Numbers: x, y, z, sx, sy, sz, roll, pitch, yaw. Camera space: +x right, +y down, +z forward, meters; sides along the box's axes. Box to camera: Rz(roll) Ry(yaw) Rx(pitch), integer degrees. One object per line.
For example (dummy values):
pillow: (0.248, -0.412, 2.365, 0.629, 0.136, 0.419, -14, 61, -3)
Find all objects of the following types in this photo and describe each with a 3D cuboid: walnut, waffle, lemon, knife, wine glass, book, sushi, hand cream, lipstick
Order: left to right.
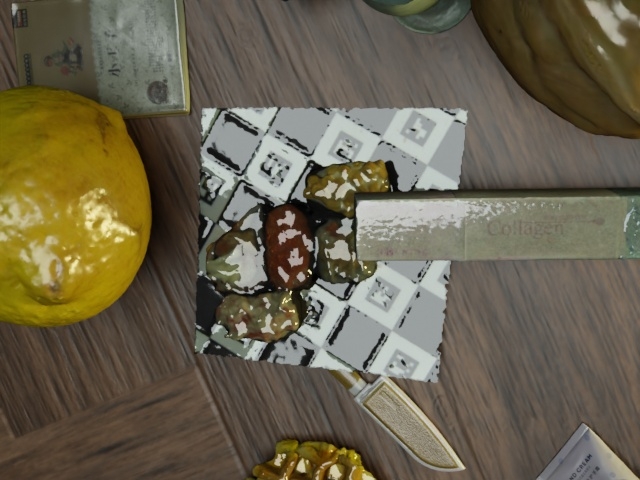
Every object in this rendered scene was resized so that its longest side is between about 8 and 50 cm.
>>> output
lemon: (-0.286, -0.035, 1.106, 0.233, 0.288, 0.233, -12, 132, -14)
book: (-0.244, -0.202, 1.196, 0.198, 0.016, 0.138, -2, 97, 12)
sushi: (0.000, 0.000, 1.146, 0.292, 0.059, 0.294, 4, 94, 10)
waffle: (0.021, 0.333, 1.200, 0.249, 0.056, 0.253, -24, 92, 13)
knife: (0.060, 0.168, 1.186, 0.256, 0.022, 0.046, 44, 99, 2)
wine glass: (0.066, -0.325, 0.968, 0.096, 0.309, 0.264, -11, 95, 13)
lipstick: (0.192, -0.017, 1.078, 0.317, 0.068, 0.066, -1, 102, -1)
hand cream: (0.308, 0.271, 1.142, 0.142, 0.053, 0.084, 39, 104, 14)
walnut: (0.291, -0.224, 0.957, 0.296, 0.285, 0.285, -29, 92, 39)
